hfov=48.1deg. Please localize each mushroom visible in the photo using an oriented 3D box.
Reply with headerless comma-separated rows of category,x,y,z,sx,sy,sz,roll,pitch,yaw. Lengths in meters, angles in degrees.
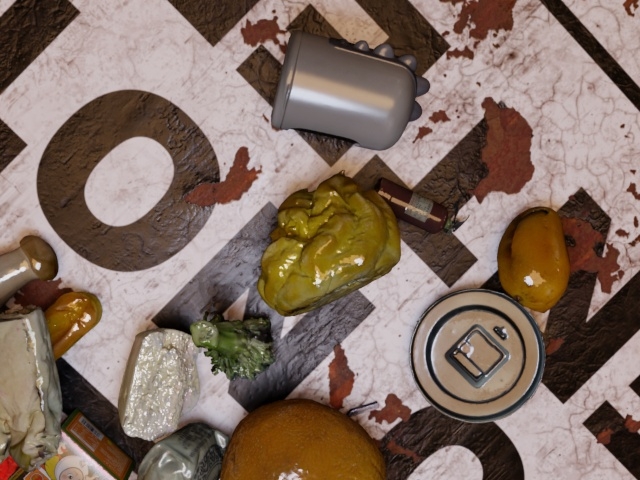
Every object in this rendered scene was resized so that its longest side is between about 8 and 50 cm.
mushroom,-0.737,0.114,1.561,0.350,0.128,0.128,-32,97,-4

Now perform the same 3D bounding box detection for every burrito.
burrito,-0.615,0.301,1.484,0.190,0.135,0.332,-4,97,19

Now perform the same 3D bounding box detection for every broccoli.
broccoli,-0.201,0.216,1.517,0.164,0.304,0.146,3,75,12

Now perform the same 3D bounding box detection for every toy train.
toy train,0.097,0.399,1.690,0.083,0.017,0.017,-16,94,-2

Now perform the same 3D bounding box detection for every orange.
orange,-0.033,0.512,1.552,0.356,0.322,0.322,20,94,-16

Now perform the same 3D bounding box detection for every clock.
clock,0.356,0.261,1.650,0.312,0.061,0.313,0,92,4

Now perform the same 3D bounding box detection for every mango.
mango,0.482,0.034,1.610,0.166,0.136,0.236,26,66,-10

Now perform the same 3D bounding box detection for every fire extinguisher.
fire extinguisher,0.230,-0.078,1.631,0.231,0.071,0.099,22,66,-6

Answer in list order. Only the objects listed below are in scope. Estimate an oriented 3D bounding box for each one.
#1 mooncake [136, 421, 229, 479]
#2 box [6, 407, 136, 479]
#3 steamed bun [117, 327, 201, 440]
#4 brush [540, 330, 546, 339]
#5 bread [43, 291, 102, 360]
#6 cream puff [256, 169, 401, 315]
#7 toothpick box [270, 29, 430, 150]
mooncake,-0.306,0.528,1.552,0.136,0.254,0.250,28,103,11
box,-0.552,0.519,1.596,0.177,0.148,0.195,-44,97,0
steamed bun,-0.340,0.298,1.567,0.170,0.200,0.226,12,94,-18
brush,0.446,0.312,1.695,0.043,0.036,0.248,39,93,3
bread,-0.594,0.210,1.592,0.245,0.094,0.102,-41,93,3
cream puff,-0.002,0.001,1.524,0.324,0.291,0.257,-29,75,25
toothpick box,0.068,-0.318,1.519,0.316,0.229,0.229,12,95,-6
